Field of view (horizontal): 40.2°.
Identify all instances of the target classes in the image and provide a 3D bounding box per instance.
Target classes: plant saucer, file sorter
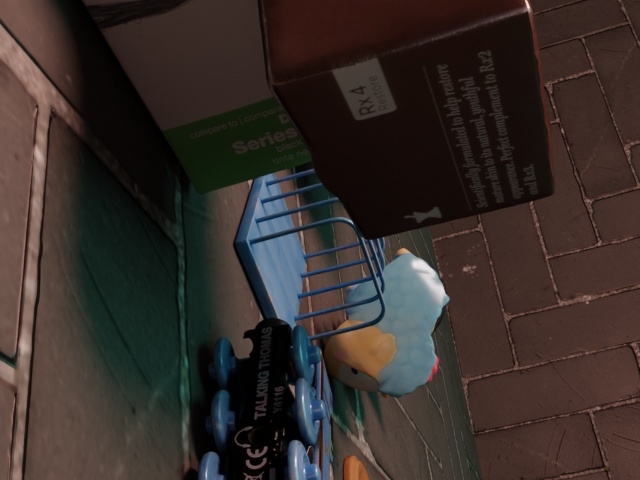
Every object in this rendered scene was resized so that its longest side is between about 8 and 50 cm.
[{"bbox_3d":[0.042,0.265,0.908,0.083,0.013,0.083,-15,90,-79],"label":"plant saucer"},{"bbox_3d":[0.000,0.000,0.810,0.170,0.104,0.118,-84,157,-62],"label":"file sorter"}]

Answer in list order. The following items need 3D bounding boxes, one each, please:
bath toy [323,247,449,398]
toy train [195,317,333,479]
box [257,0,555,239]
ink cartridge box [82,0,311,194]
[{"bbox_3d":[0.083,0.113,0.997,0.129,0.151,0.348,57,0,10],"label":"bath toy"},{"bbox_3d":[-0.029,0.135,0.569,0.184,0.080,0.105,-90,168,-52],"label":"toy train"},{"bbox_3d":[0.040,-0.216,0.569,0.191,0.143,0.381,54,27,-60],"label":"box"},{"bbox_3d":[-0.087,-0.212,0.604,0.289,0.122,0.211,64,16,-45],"label":"ink cartridge box"}]
